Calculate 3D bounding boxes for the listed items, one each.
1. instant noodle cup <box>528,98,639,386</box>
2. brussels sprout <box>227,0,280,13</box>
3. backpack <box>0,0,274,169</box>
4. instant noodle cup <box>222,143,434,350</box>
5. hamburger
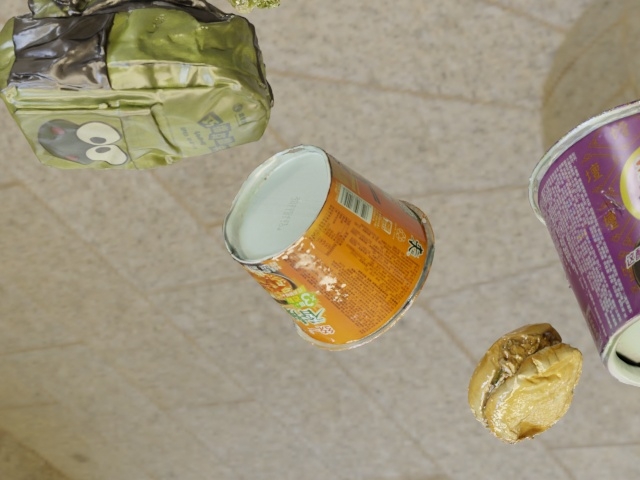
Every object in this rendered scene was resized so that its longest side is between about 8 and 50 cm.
[{"bbox_3d":[0.453,0.014,1.640,0.340,0.340,0.266,34,-142,-43],"label":"instant noodle cup"},{"bbox_3d":[-0.084,-0.305,1.590,0.085,0.085,0.058,42,-115,-39],"label":"brussels sprout"},{"bbox_3d":[-0.172,-0.151,1.234,0.207,0.253,0.140,80,-172,-73],"label":"backpack"},{"bbox_3d":[0.000,0.000,1.644,0.182,0.230,0.230,39,-128,-38],"label":"instant noodle cup"},{"bbox_3d":[0.243,0.172,1.561,0.138,0.083,0.147,-20,-49,-34],"label":"hamburger"}]
